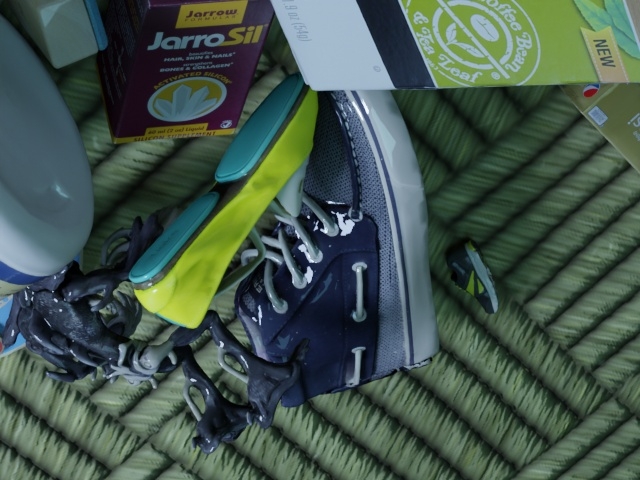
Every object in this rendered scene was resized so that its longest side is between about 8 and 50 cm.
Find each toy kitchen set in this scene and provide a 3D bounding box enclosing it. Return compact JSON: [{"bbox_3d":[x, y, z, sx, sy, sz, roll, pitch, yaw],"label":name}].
[{"bbox_3d":[-0.161,-0.261,1.365,0.166,0.122,0.207,-24,127,-13],"label":"toy kitchen set"}]

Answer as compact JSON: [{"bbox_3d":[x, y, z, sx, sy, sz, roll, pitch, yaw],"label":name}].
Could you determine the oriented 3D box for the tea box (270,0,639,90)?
[{"bbox_3d":[0.108,-0.295,1.291,0.323,0.220,0.329,0,132,35],"label":"tea box"}]

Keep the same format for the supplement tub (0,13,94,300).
[{"bbox_3d":[-0.350,-0.023,1.396,0.316,0.228,0.228,-26,128,16],"label":"supplement tub"}]

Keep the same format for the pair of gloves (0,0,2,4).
[{"bbox_3d":[-0.316,-0.250,1.396,0.240,0.042,0.204,10,113,-31],"label":"pair of gloves"}]

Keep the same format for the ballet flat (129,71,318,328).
[{"bbox_3d":[-0.060,-0.027,1.514,0.077,0.077,0.231,44,72,-21],"label":"ballet flat"}]

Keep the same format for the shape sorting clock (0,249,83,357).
[{"bbox_3d":[-0.298,0.025,1.583,0.206,0.040,0.206,-9,124,-13],"label":"shape sorting clock"}]

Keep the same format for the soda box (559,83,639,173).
[{"bbox_3d":[0.291,-0.094,1.699,0.058,0.061,0.181,-42,125,10],"label":"soda box"}]

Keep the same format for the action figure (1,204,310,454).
[{"bbox_3d":[-0.156,0.061,1.578,0.275,0.141,0.164,31,135,-11],"label":"action figure"}]

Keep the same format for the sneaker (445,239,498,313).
[{"bbox_3d":[0.139,0.035,1.754,0.035,0.031,0.083,-19,123,10],"label":"sneaker"}]

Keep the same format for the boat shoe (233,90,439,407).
[{"bbox_3d":[0.000,0.000,1.615,0.158,0.127,0.340,-22,127,-14],"label":"boat shoe"}]

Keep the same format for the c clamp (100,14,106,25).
[{"bbox_3d":[-0.160,-0.233,1.480,0.137,0.022,0.161,16,114,-33],"label":"c clamp"}]

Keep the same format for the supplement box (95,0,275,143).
[{"bbox_3d":[-0.105,-0.159,1.458,0.104,0.081,0.188,-6,152,-18],"label":"supplement box"}]
